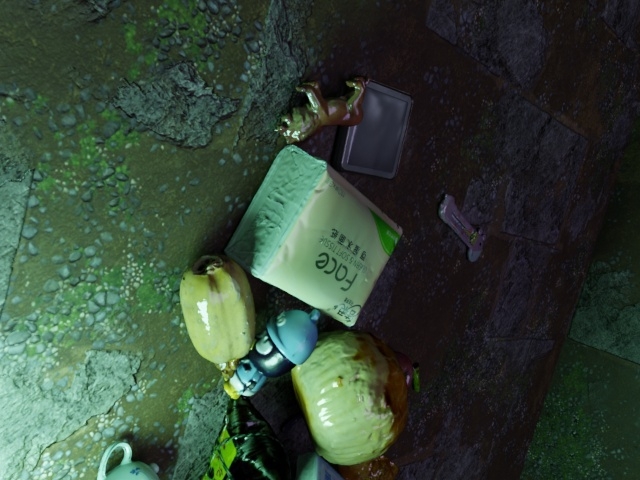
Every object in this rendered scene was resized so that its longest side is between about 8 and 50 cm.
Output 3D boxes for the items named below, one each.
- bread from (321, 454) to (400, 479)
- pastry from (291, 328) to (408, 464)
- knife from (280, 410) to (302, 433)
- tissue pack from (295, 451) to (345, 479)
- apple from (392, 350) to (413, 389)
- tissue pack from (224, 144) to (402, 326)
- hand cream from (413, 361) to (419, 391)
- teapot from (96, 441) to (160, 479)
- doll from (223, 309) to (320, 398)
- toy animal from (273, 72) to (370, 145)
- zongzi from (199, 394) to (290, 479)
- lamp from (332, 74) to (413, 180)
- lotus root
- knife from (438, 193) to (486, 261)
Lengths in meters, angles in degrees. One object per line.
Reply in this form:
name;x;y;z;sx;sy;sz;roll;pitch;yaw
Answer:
bread;0.110;0.746;1.986;0.179;0.194;0.340;-50;132;-11
pastry;0.092;0.437;1.701;0.312;0.388;0.389;-18;121;-10
knife;-0.078;0.555;1.843;0.121;0.018;0.031;-30;117;-35
tissue pack;0.017;0.769;1.752;0.263;0.089;0.177;55;26;-33
apple;0.251;0.459;2.064;0.153;0.119;0.154;-13;108;-44
tissue pack;0.000;0.000;1.575;0.404;0.205;0.332;34;84;-45
hand cream;0.366;0.524;2.274;0.036;0.023;0.122;-23;117;-34
teapot;-0.441;0.584;1.407;0.159;0.159;0.232;-38;107;-29
doll;-0.122;0.286;1.552;0.314;0.177;0.141;-40;111;6
toy animal;0.019;-0.335;1.532;0.312;0.097;0.158;-14;117;-28
zongzi;-0.167;0.629;1.546;0.318;0.362;0.384;-2;110;-26
lamp;0.157;-0.317;1.725;0.266;0.047;0.269;4;102;-45
lotus root;-0.243;0.188;1.447;0.169;0.151;0.343;-17;123;-19
knife;0.532;-0.044;2.212;0.398;0.038;0.132;38;75;-45
